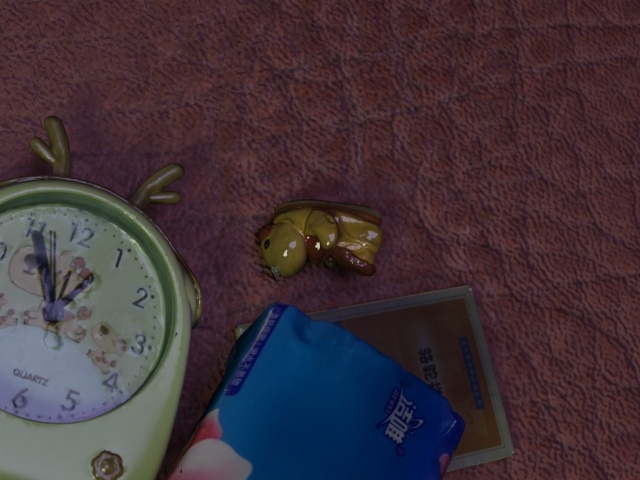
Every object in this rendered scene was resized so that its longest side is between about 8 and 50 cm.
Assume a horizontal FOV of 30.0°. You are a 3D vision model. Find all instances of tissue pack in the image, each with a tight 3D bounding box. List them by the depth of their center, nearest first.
[{"bbox_3d":[-0.018,0.207,0.924,0.209,0.137,0.269,35,49,-6],"label":"tissue pack"}]

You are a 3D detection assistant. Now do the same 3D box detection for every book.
[{"bbox_3d":[0.052,0.139,1.087,0.242,0.018,0.170,-9,79,-23],"label":"book"}]

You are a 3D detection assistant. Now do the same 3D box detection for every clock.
[{"bbox_3d":[-0.214,0.056,0.963,0.235,0.096,0.308,22,68,-13],"label":"clock"}]

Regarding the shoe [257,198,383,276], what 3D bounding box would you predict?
[{"bbox_3d":[0.003,-0.001,1.077,0.109,0.072,0.069,5,68,-20],"label":"shoe"}]
